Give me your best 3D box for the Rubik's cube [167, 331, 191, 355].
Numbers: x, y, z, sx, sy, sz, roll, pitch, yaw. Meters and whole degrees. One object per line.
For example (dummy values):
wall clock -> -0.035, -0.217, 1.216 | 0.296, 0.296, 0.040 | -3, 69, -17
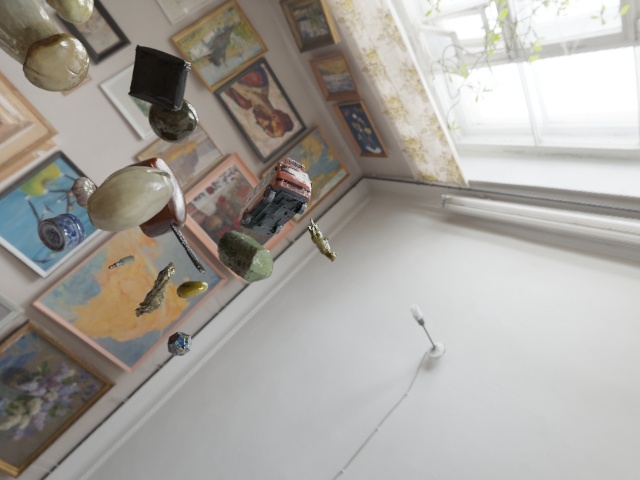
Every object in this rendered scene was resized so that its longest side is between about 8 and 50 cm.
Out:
Rubik's cube -> -0.631, 0.463, 1.815 | 0.111, 0.111, 0.093 | -16, -170, 27

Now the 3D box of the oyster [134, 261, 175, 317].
oyster -> -0.630, 0.201, 1.550 | 0.345, 0.079, 0.128 | -46, -147, 33

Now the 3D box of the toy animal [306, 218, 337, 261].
toy animal -> 0.000, 0.000, 1.813 | 0.073, 0.181, 0.136 | -28, -144, 4

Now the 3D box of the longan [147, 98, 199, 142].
longan -> -0.716, -0.590, 1.991 | 0.249, 0.248, 0.248 | -24, -147, 17

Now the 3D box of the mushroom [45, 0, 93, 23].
mushroom -> -0.836, -0.804, 1.351 | 0.112, 0.148, 0.148 | 8, -130, 38

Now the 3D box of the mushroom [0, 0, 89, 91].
mushroom -> -0.610, -0.464, 0.752 | 0.154, 0.407, 0.137 | -46, -173, 2

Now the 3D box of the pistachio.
pistachio -> -0.703, -0.156, 1.504 | 0.332, 0.226, 0.208 | -38, -132, -8

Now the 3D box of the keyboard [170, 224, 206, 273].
keyboard -> -0.604, 0.042, 1.850 | 0.016, 0.262, 0.106 | -34, 173, -7

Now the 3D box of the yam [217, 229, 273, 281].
yam -> -0.365, 0.084, 1.991 | 0.272, 0.203, 0.201 | 21, -88, 37

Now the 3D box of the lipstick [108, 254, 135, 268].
lipstick -> -0.942, 0.106, 1.910 | 0.030, 0.030, 0.129 | 8, -157, 32

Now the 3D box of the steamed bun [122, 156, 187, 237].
steamed bun -> -0.825, -0.218, 2.051 | 0.235, 0.378, 0.248 | -18, -174, 7

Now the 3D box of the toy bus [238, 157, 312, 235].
toy bus -> -0.224, -0.199, 1.985 | 0.427, 0.203, 0.232 | -35, -138, 46

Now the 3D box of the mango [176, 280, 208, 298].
mango -> -0.653, 0.246, 2.069 | 0.161, 0.076, 0.103 | -12, -157, -33

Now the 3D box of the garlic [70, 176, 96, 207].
garlic -> -1.109, -0.219, 1.905 | 0.102, 0.159, 0.147 | -19, -117, -10

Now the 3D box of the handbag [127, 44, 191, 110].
handbag -> -0.693, -0.689, 1.726 | 0.080, 0.247, 0.222 | -60, 170, -68

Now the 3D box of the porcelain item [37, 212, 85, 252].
porcelain item -> -1.068, -0.035, 1.679 | 0.147, 0.147, 0.114 | -18, -166, 24
